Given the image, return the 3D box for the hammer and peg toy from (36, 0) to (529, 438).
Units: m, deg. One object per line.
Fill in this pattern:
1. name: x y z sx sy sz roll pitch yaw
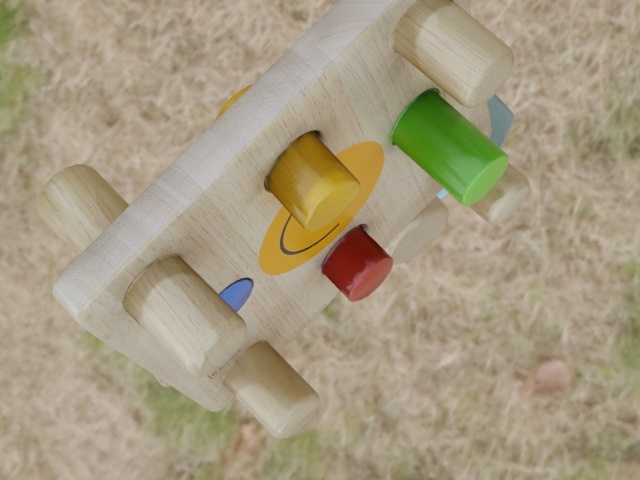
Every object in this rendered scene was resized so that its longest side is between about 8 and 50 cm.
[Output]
1. hammer and peg toy: 0.000 0.000 0.767 0.127 0.266 0.361 43 174 20

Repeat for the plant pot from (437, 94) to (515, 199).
1. plant pot: 0.116 -0.124 1.589 0.165 0.234 0.166 -41 99 23
